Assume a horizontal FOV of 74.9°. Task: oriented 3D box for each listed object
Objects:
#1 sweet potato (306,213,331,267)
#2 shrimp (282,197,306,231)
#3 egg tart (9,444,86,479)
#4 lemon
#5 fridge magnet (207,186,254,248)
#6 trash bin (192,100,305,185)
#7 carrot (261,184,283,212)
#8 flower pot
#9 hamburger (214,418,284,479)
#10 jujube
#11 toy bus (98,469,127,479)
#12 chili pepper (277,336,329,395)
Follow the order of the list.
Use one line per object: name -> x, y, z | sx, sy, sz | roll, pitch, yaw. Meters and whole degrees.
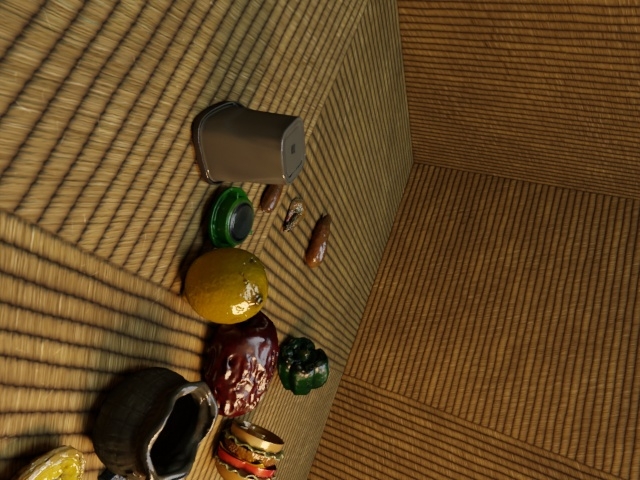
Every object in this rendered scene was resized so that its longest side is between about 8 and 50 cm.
sweet potato -> 0.001, -0.001, 2.067 | 0.097, 0.098, 0.291 | 45, 61, -66
shrimp -> -0.116, -0.104, 1.784 | 0.101, 0.042, 0.190 | 57, 48, -36
egg tart -> -0.609, 0.535, 0.905 | 0.191, 0.074, 0.191 | -49, 148, -47
lemon -> -0.283, 0.132, 1.245 | 0.228, 0.254, 0.228 | 4, 90, -90
fridge magnet -> -0.279, -0.066, 1.320 | 0.208, 0.088, 0.207 | 15, 90, -69
trash bin -> -0.188, -0.268, 1.198 | 0.219, 0.250, 0.219 | -62, 156, -46
carrot -> -0.170, -0.187, 1.563 | 0.060, 0.060, 0.186 | 62, 44, -60
flower pot -> -0.430, 0.493, 1.115 | 0.302, 0.213, 0.301 | 9, 90, -67
hamburger -> -0.291, 0.864, 1.667 | 0.212, 0.275, 0.274 | -66, 157, -15
jujube -> -0.276, 0.427, 1.469 | 0.258, 0.259, 0.376 | 9, 88, -69
toy bus -> -0.542, 0.635, 1.181 | 0.166, 0.047, 0.065 | -36, 132, -58
chili pepper -> -0.096, 0.625, 2.060 | 0.233, 0.249, 0.256 | -17, 129, -34
